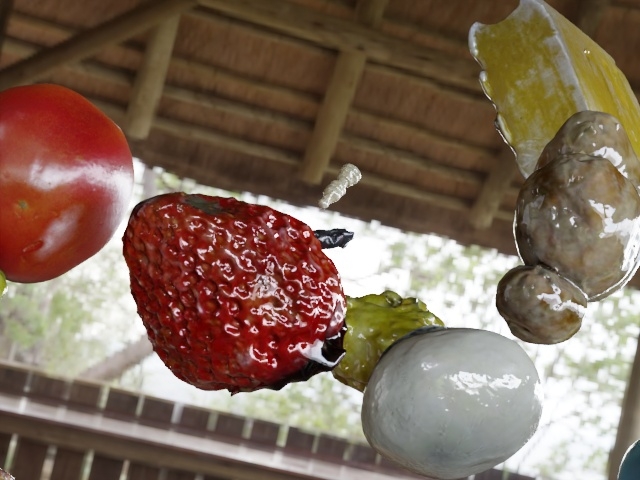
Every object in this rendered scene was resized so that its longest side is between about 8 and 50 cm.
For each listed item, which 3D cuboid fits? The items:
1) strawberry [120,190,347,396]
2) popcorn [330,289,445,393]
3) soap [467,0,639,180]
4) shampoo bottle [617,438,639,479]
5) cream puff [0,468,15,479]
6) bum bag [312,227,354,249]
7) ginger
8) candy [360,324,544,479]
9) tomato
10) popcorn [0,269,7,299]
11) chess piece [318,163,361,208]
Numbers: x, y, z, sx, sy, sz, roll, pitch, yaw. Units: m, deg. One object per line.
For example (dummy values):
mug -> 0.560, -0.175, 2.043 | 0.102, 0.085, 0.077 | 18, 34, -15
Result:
strawberry -> -0.122, 0.057, 1.637 | 0.292, 0.310, 0.292 | -17, 9, 3
popcorn -> 0.100, 0.186, 2.004 | 0.233, 0.192, 0.266 | -6, 17, -34
soap -> 0.392, -0.197, 1.806 | 0.156, 0.293, 0.335 | -27, -24, 28
shampoo bottle -> 0.650, 0.374, 1.623 | 0.343, 0.331, 0.331 | -17, 4, -21
cream puff -> -0.463, 0.406, 1.407 | 0.350, 0.228, 0.350 | 23, 7, -3
bum bag -> 0.000, -0.001, 1.836 | 0.124, 0.034, 0.058 | -5, -25, -31
ginger -> 0.286, -0.011, 1.300 | 0.155, 0.244, 0.304 | 21, 25, 19
candy -> 0.204, 0.266, 1.791 | 0.295, 0.295, 0.185 | 13, 34, -2
tomato -> -0.421, -0.079, 1.687 | 0.299, 0.298, 0.226 | 14, 19, -9
popcorn -> -0.569, 0.076, 1.568 | 0.242, 0.250, 0.235 | 40, -15, 29
chess piece -> 0.026, -0.081, 1.806 | 0.035, 0.092, 0.035 | 25, -39, 22
